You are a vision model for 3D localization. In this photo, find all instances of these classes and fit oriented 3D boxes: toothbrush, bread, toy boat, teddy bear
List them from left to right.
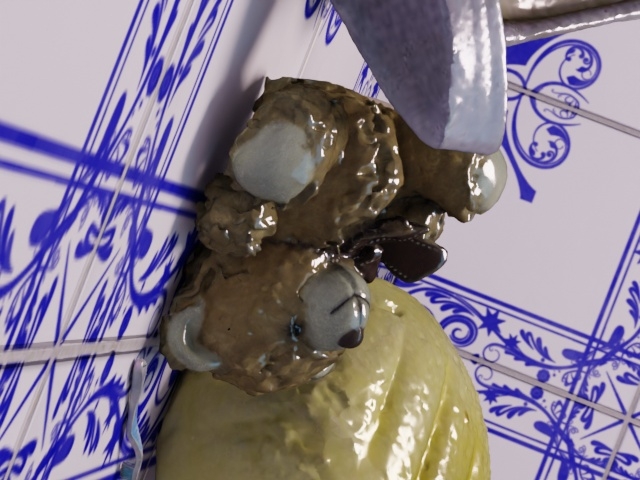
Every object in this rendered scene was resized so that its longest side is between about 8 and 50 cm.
[{"bbox_3d":[-0.138,0.138,1.455,0.162,0.017,0.014,104,4,-51],"label":"toothbrush"},{"bbox_3d":[-0.015,0.003,1.451,0.267,0.156,0.256,8,106,-43],"label":"teddy bear"},{"bbox_3d":[0.012,0.185,1.670,0.320,0.237,0.321,2,90,-67],"label":"bread"},{"bbox_3d":[0.115,-0.226,1.424,0.111,0.276,0.293,-16,-161,47],"label":"toy boat"}]

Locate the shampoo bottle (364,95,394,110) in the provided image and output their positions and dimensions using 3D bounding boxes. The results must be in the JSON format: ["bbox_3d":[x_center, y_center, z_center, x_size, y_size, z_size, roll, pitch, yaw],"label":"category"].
[{"bbox_3d":[0.023,-0.020,2.022,0.127,0.078,0.257,-51,162,-73],"label":"shampoo bottle"}]
